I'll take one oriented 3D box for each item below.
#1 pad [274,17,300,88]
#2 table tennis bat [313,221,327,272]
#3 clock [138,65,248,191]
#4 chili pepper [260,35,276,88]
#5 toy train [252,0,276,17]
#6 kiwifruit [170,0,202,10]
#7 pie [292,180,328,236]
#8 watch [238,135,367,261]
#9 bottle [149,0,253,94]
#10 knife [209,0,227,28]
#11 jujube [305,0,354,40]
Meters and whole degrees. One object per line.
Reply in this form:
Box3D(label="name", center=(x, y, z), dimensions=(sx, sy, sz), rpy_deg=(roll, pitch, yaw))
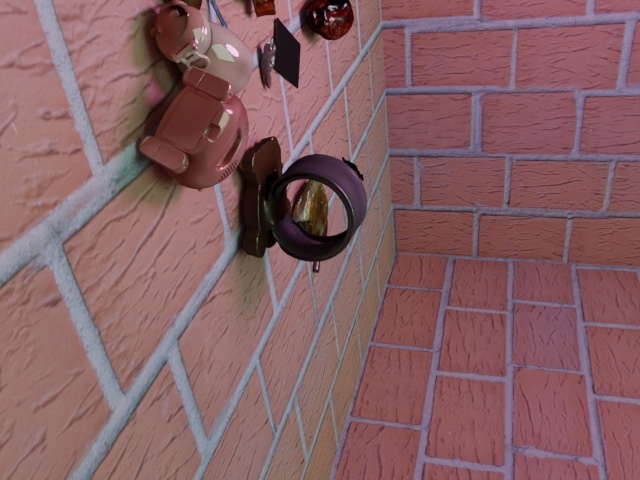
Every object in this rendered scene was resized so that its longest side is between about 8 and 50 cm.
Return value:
Box3D(label="pad", center=(-0.108, -0.610, 1.988), dimensions=(0.265, 0.009, 0.159), rpy_deg=(4, 89, -75))
Box3D(label="table tennis bat", center=(0.000, 0.000, 2.454), dimensions=(0.154, 0.021, 0.274), rpy_deg=(58, 36, -63))
Box3D(label="clock", center=(-0.235, -0.211, 1.290), dimensions=(0.227, 0.142, 0.241), rpy_deg=(-59, 163, -6))
Box3D(label="chili pepper", center=(-0.156, -0.524, 1.780), dimensions=(0.050, 0.041, 0.153), rpy_deg=(-31, 142, -47))
Box3D(label="toy train", center=(-0.154, -0.678, 1.606), dimensions=(0.176, 0.074, 0.118), rpy_deg=(-167, -117, -81))
Box3D(label="kiwifruit", center=(-0.290, -0.531, 1.262), dimensions=(0.124, 0.075, 0.075), rpy_deg=(69, 28, -46))
Box3D(label="pie", center=(-0.034, -0.093, 2.236), dimensions=(0.302, 0.067, 0.302), rpy_deg=(4, 90, -75))
Box3D(label="watch", center=(-0.042, -0.117, 1.733), dimensions=(0.314, 0.327, 0.334), rpy_deg=(-57, 146, -60))
Box3D(label="bottle", center=(-0.259, -0.410, 1.281), dimensions=(0.236, 0.148, 0.147), rpy_deg=(26, 68, -64))
Box3D(label="knife", center=(-0.248, -0.556, 1.454), dimensions=(0.096, 0.010, 0.027), rpy_deg=(64, 33, -21))
Box3D(label="jujube", center=(0.028, -0.803, 2.165), dimensions=(0.236, 0.168, 0.168), rpy_deg=(-44, 135, -58))
